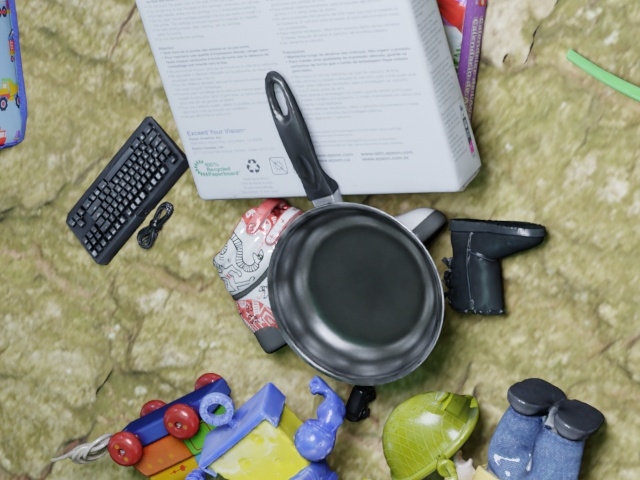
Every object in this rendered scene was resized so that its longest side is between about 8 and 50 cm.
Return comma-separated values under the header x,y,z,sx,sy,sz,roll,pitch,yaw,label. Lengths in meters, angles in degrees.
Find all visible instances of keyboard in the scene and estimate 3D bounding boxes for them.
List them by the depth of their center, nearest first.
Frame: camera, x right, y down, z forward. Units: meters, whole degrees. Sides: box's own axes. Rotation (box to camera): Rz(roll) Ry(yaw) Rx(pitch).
x,y,z,sx,sy,sz,roll,pitch,yaw,label
-0.218,-0.047,2.163,0.108,0.023,0.180,48,117,13,keyboard

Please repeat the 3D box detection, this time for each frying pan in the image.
x,y,z,sx,sy,sz,roll,pitch,yaw,label
-0.002,0.003,1.926,0.197,0.053,0.326,-41,86,29,frying pan

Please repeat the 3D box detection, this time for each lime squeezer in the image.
x,y,z,sx,sy,sz,roll,pitch,yaw,label
0.382,-0.148,1.804,0.310,0.059,0.110,-4,97,29,lime squeezer

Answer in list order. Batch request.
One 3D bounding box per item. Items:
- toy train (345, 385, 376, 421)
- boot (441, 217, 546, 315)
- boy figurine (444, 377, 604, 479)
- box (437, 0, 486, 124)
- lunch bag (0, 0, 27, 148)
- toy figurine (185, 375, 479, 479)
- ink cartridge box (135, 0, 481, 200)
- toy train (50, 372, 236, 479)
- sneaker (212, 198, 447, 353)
x,y,z,sx,sy,sz,roll,pitch,yaw,label
0.058,0.129,2.034,0.027,0.036,0.158,27,110,22,toy train
0.181,0.029,1.947,0.121,0.045,0.099,4,98,35,boot
0.206,0.296,1.953,0.177,0.092,0.285,25,110,22,boy figurine
0.026,-0.197,1.985,0.293,0.057,0.201,14,106,26,box
-0.441,-0.217,2.140,0.138,0.221,0.293,-13,91,30,lunch bag
-0.034,0.235,1.979,0.217,0.191,0.362,45,116,-7,toy figurine
-0.026,-0.200,1.894,0.324,0.071,0.330,0,118,33,ink cartridge box
-0.183,0.266,2.160,0.248,0.105,0.143,-28,98,29,toy train
-0.001,0.001,2.013,0.270,0.090,0.145,-36,86,31,sneaker
